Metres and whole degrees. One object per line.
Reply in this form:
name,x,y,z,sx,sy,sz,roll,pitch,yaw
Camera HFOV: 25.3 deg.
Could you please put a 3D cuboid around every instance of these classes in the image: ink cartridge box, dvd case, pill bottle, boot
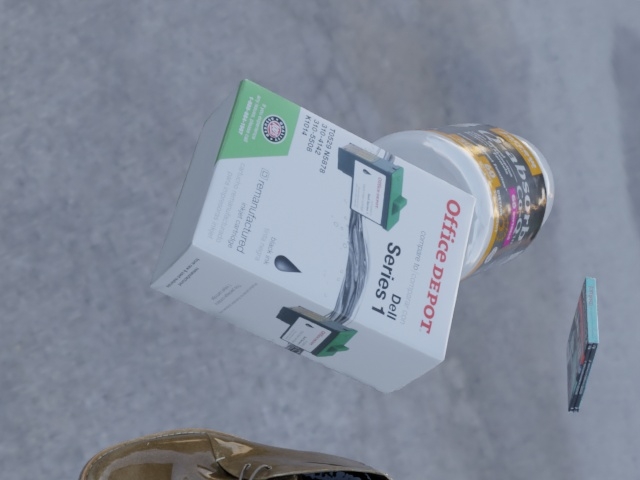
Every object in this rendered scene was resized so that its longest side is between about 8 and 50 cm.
ink cartridge box,0.000,0.000,1.106,0.219,0.092,0.160,25,58,-18
dvd case,0.268,0.108,1.465,0.119,0.013,0.087,95,2,-47
pill bottle,0.143,-0.042,1.488,0.278,0.162,0.162,-16,85,-63
boot,-0.075,0.232,1.359,0.305,0.115,0.112,5,75,-16
